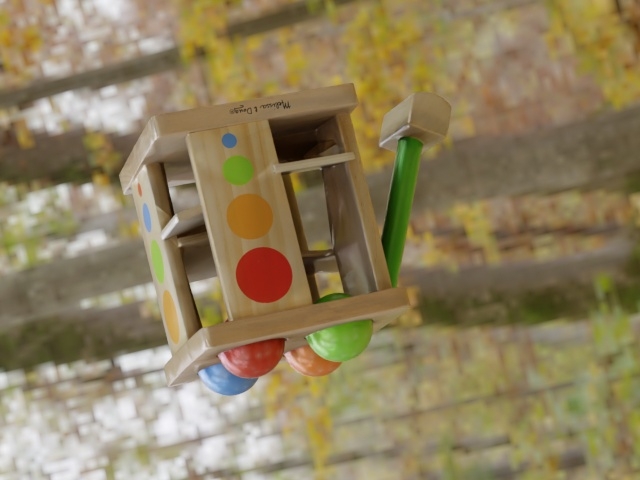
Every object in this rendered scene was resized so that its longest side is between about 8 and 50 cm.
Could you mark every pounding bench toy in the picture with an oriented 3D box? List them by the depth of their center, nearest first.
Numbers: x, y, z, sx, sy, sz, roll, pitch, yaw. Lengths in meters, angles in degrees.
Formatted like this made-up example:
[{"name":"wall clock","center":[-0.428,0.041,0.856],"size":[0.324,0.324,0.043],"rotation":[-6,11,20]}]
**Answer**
[{"name":"pounding bench toy","center":[0.000,0.000,0.499],"size":[0.052,0.083,0.065],"rotation":[136,121,-69]}]
